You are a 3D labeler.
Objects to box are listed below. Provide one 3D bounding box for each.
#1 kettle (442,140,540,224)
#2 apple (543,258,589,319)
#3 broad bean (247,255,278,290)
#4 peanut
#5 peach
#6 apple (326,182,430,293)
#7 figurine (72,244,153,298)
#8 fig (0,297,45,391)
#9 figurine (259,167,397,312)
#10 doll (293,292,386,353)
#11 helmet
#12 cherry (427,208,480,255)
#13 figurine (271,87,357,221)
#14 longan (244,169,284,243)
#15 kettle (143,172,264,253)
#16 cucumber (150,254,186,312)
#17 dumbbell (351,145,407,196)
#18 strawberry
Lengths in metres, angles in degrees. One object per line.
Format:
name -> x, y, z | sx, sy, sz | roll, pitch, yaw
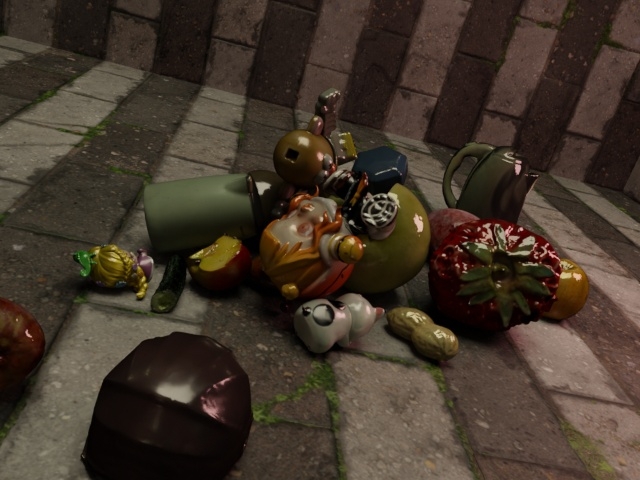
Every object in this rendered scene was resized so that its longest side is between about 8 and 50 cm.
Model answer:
kettle -> 0.599, -0.200, 2.254 | 0.320, 0.324, 0.228 | 28, 25, 24
apple -> 0.666, 0.133, 1.753 | 0.182, 0.155, 0.182 | 16, 24, -7
broad bean -> -0.091, 0.077, 1.462 | 0.165, 0.085, 0.114 | 2, 20, -21
peanut -> 0.225, 0.205, 1.392 | 0.082, 0.082, 0.187 | -5, 30, -41
peach -> -0.222, 0.057, 1.385 | 0.151, 0.118, 0.151 | -15, 30, 9
apple -> 0.130, -0.011, 1.551 | 0.291, 0.292, 0.254 | 21, -1, 11
figurine -> -0.418, 0.066, 1.265 | 0.156, 0.095, 0.115 | 18, 36, -49
fig -> -0.525, 0.169, 0.940 | 0.160, 0.230, 0.143 | -14, 80, -49
figurine -> 0.004, 0.002, 1.340 | 0.196, 0.323, 0.320 | 55, -4, -31
doll -> 0.032, 0.169, 1.304 | 0.180, 0.107, 0.110 | -4, 29, -35
helmet -> -0.208, 0.227, 0.920 | 0.224, 0.177, 0.305 | 16, 24, 4
cherry -> 0.394, -0.010, 1.885 | 0.192, 0.175, 0.249 | -22, 40, -39
figurine -> -0.025, -0.194, 1.538 | 0.167, 0.343, 0.285 | 2, -3, 20
longan -> -0.160, -0.090, 1.665 | 0.196, 0.197, 0.220 | 31, 37, 31
kettle -> -0.264, -0.057, 1.475 | 0.255, 0.240, 0.165 | -11, 58, -3
cucumber -> -0.318, 0.084, 1.337 | 0.058, 0.052, 0.215 | -14, 22, 2
dumbbell -> 0.175, -0.105, 1.754 | 0.156, 0.316, 0.144 | -15, 44, -4
strawberry -> 0.424, 0.079, 1.596 | 0.317, 0.295, 0.345 | -20, 5, 3
